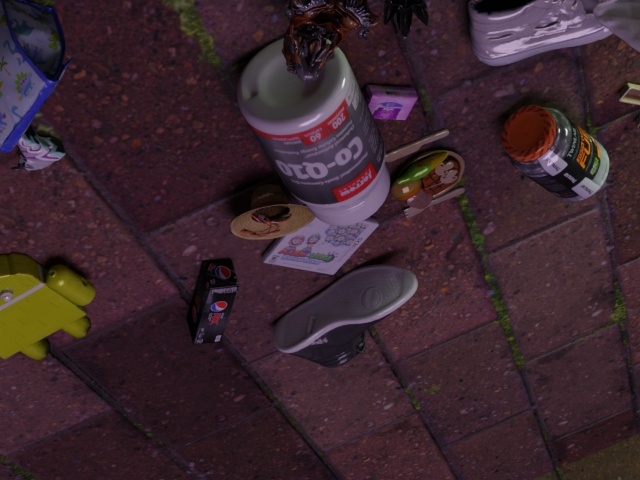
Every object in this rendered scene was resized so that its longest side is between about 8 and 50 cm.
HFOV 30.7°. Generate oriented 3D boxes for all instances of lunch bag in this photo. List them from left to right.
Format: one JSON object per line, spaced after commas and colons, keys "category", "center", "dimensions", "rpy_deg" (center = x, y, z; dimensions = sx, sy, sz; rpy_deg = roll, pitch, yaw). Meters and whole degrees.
{"category": "lunch bag", "center": [-0.367, -0.200, 1.410], "dimensions": [0.096, 0.151, 0.129], "rpy_deg": [13, 132, -39]}

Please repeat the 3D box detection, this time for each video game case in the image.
{"category": "video game case", "center": [0.000, 0.000, 1.991], "dimensions": [0.157, 0.019, 0.143], "rpy_deg": [11, 134, -38]}

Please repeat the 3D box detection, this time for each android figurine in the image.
{"category": "android figurine", "center": [-0.489, 0.109, 1.852], "dimensions": [0.248, 0.056, 0.273], "rpy_deg": [-27, 147, 9]}

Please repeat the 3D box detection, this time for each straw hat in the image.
{"category": "straw hat", "center": [-0.081, -0.055, 1.837], "dimensions": [0.144, 0.061, 0.144], "rpy_deg": [-8, 160, -3]}

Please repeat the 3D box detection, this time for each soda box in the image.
{"category": "soda box", "center": [-0.186, 0.107, 2.001], "dimensions": [0.053, 0.060, 0.169], "rpy_deg": [-3, 142, -22]}

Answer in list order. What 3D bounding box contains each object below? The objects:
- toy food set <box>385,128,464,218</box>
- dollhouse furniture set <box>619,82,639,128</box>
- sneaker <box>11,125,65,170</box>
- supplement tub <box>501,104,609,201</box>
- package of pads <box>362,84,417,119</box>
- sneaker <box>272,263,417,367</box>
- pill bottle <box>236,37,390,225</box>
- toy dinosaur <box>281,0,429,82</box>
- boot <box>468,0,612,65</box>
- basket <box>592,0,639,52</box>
{"category": "toy food set", "center": [0.181, -0.098, 1.936], "dimensions": [0.132, 0.038, 0.192], "rpy_deg": [-24, 145, 3]}
{"category": "dollhouse furniture set", "center": [0.544, -0.206, 1.944], "dimensions": [0.114, 0.081, 0.091], "rpy_deg": [5, 138, -33]}
{"category": "sneaker", "center": [-0.406, -0.120, 1.597], "dimensions": [0.069, 0.038, 0.098], "rpy_deg": [-37, 142, 20]}
{"category": "supplement tub", "center": [0.383, -0.145, 1.912], "dimensions": [0.117, 0.117, 0.190], "rpy_deg": [-38, 143, 23]}
{"category": "package of pads", "center": [0.100, -0.207, 1.752], "dimensions": [0.083, 0.032, 0.050], "rpy_deg": [-1, 139, -27]}
{"category": "sneaker", "center": [0.069, 0.141, 2.153], "dimensions": [0.296, 0.104, 0.147], "rpy_deg": [-28, 147, 20]}
{"category": "pill bottle", "center": [0.001, -0.147, 1.667], "dimensions": [0.161, 0.161, 0.283], "rpy_deg": [-25, 145, 5]}
{"category": "toy dinosaur", "center": [0.022, -0.344, 1.402], "dimensions": [0.164, 0.218, 0.322], "rpy_deg": [-7, 117, -10]}
{"category": "boot", "center": [0.333, -0.335, 1.644], "dimensions": [0.258, 0.095, 0.123], "rpy_deg": [-22, 152, 2]}
{"category": "basket", "center": [0.597, -0.355, 1.504], "dimensions": [0.266, 0.331, 0.328], "rpy_deg": [1, 123, -32]}
